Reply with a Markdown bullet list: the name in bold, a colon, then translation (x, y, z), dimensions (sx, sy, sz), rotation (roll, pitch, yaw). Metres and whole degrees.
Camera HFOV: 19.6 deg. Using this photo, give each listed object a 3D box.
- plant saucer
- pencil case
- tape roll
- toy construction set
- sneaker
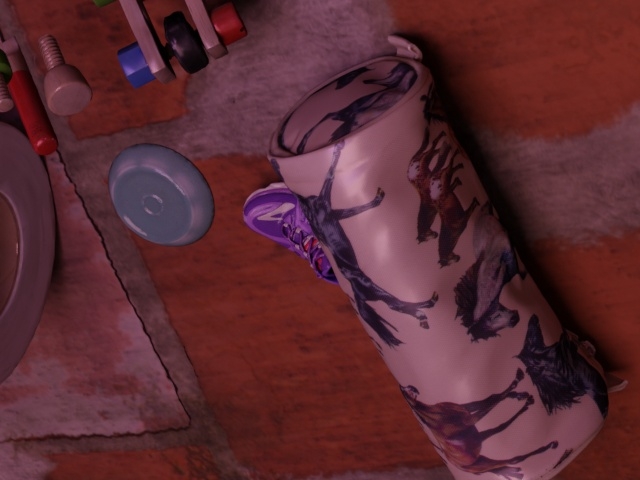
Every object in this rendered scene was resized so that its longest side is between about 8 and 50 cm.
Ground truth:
- **plant saucer**: translation (-0.165, -0.040, 1.866), dimensions (0.119, 0.021, 0.119), rotation (12, 126, 18)
- **pencil case**: translation (0.113, 0.026, 1.689), dimensions (0.160, 0.183, 0.410), rotation (1, 126, 59)
- **tape roll**: translation (-0.375, 0.015, 1.835), dimensions (0.100, 0.286, 0.286), rotation (9, 124, 22)
- **toy construction set**: translation (-0.206, -0.263, 1.640), dimensions (0.309, 0.257, 0.237), rotation (-46, 51, 24)
- **sneaker**: translation (0.000, 0.000, 1.780), dimensions (0.169, 0.071, 0.068), rotation (23, 128, 12)
